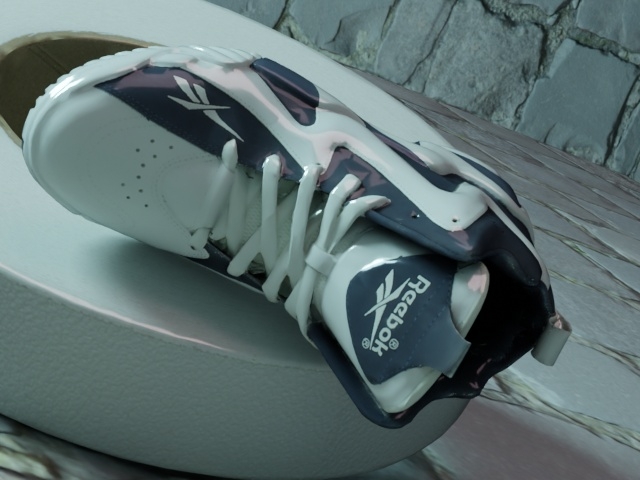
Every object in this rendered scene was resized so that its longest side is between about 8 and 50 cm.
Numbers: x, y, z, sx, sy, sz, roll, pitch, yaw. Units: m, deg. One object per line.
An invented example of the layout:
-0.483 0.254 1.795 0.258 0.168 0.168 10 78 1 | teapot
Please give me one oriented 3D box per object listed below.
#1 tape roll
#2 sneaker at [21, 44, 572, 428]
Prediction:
-0.081 -0.029 0.791 0.392 0.072 0.392 19 27 -10 | tape roll
0.001 0.002 0.616 0.235 0.094 0.153 22 16 -26 | sneaker
